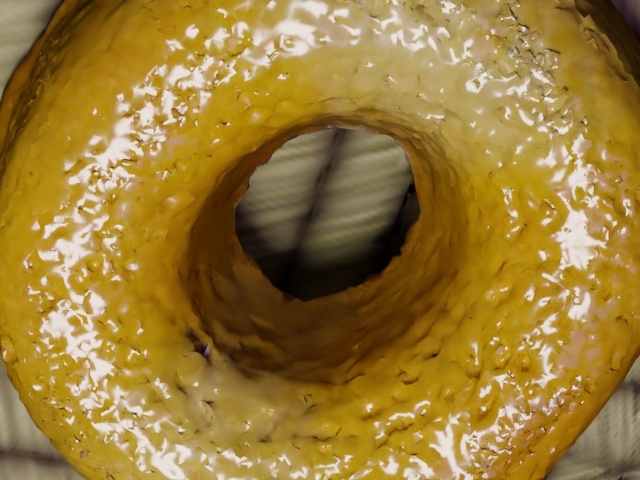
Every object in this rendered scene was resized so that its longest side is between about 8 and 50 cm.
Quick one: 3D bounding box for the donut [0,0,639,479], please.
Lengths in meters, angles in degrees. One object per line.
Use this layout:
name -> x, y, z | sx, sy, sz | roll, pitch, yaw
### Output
donut -> 0.002, -0.002, 0.649 | 0.278, 0.108, 0.277 | 0, 101, 2
